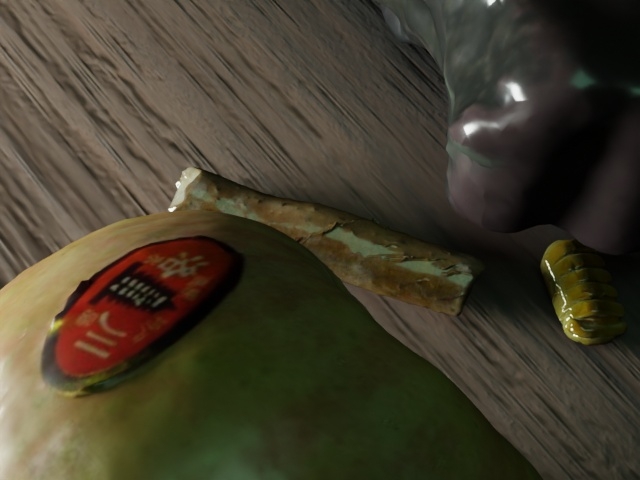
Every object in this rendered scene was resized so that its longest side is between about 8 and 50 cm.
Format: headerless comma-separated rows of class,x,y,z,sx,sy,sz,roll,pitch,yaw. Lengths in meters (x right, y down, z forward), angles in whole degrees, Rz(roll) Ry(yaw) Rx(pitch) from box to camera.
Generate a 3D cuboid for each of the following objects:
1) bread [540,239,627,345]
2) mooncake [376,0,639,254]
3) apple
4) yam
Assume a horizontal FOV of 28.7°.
bread,0.191,0.035,0.910,0.049,0.034,0.088,-7,60,-11
mooncake,0.205,-0.174,0.924,0.350,0.212,0.381,-4,55,-4
apple,-0.052,0.195,0.634,0.391,0.391,0.346,42,87,20
yam,0.000,0.000,0.918,0.241,0.057,0.057,18,62,10
